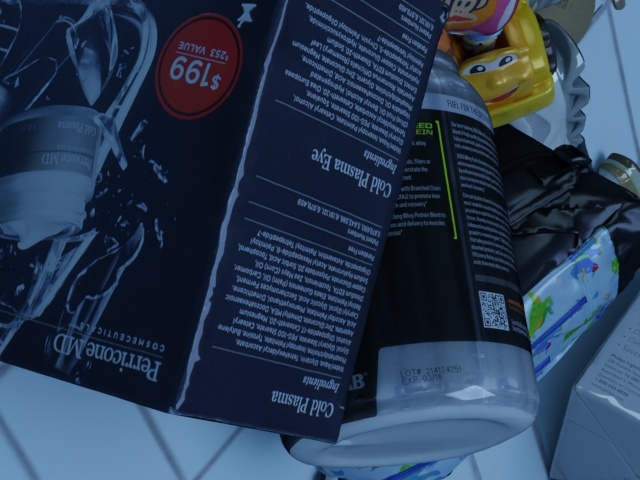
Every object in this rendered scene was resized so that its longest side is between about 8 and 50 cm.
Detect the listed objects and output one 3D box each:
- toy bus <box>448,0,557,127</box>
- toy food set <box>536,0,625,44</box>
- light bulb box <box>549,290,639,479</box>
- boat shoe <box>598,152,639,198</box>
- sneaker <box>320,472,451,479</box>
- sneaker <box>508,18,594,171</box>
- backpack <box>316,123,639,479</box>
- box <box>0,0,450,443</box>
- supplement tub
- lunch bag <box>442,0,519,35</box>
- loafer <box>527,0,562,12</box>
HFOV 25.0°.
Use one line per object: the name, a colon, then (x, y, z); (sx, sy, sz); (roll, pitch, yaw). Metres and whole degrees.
toy bus: (0.132, -0.238, 1.327); (0.211, 0.149, 0.220); (84, -10, -67)
toy food set: (0.265, -0.280, 1.661); (0.192, 0.038, 0.132); (-34, 117, -25)
light bulb box: (0.545, 0.214, 1.864); (0.361, 0.358, 0.225); (-47, 156, -33)
boat shoe: (0.408, -0.032, 1.912); (0.072, 0.068, 0.190); (-50, 126, -13)
sneaker: (0.092, 0.228, 1.542); (0.234, 0.097, 0.084); (-41, 128, -38)
sneaker: (0.221, -0.098, 1.623); (0.146, 0.122, 0.330); (-33, 143, -9)
backpack: (0.096, 0.068, 1.377); (0.355, 0.290, 0.273); (-38, 143, -31)
box: (-0.128, -0.055, 0.998); (0.179, 0.343, 0.313); (19, 83, -53)
supplement tub: (0.048, 0.001, 1.090); (0.193, 0.193, 0.316); (20, 58, -52)
lunch bag: (0.057, -0.307, 1.205); (0.120, 0.293, 0.258); (-1, 100, -31)
loafer: (0.209, -0.295, 1.535); (0.319, 0.111, 0.112); (-38, 165, -32)
